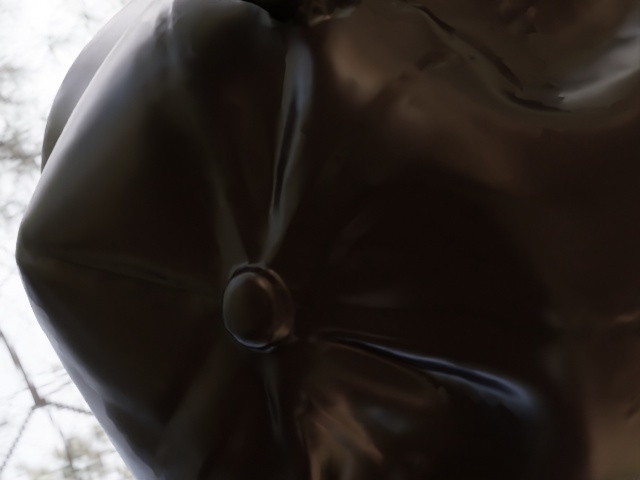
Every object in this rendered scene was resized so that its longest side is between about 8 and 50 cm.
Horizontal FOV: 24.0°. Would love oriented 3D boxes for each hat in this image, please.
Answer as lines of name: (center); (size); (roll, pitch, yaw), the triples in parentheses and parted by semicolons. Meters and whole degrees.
hat: (-0.033, 0.000, 0.470); (0.209, 0.336, 0.238); (-10, -75, -47)
